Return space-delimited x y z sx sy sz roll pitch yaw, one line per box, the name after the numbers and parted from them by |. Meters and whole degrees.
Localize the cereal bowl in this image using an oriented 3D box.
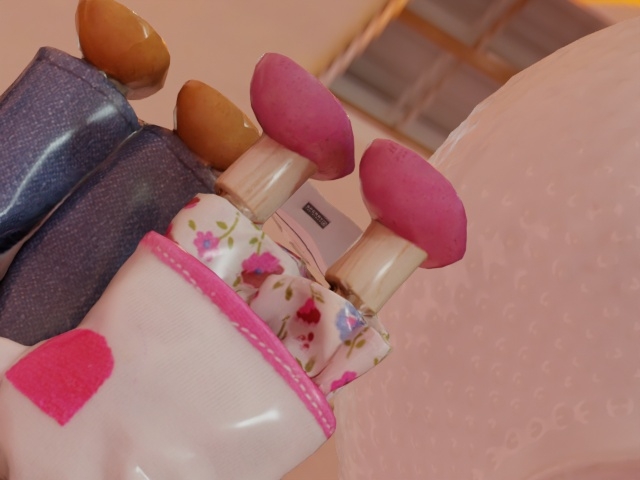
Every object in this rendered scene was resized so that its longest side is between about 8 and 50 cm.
0.148 0.099 0.621 0.339 0.339 0.141 -44 -179 39 | cereal bowl

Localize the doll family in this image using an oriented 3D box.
-0.105 0.004 0.392 0.163 0.263 0.118 -46 167 -19 | doll family

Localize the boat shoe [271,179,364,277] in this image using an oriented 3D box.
0.000 0.000 1.092 0.035 0.100 0.035 -42 175 -20 | boat shoe
